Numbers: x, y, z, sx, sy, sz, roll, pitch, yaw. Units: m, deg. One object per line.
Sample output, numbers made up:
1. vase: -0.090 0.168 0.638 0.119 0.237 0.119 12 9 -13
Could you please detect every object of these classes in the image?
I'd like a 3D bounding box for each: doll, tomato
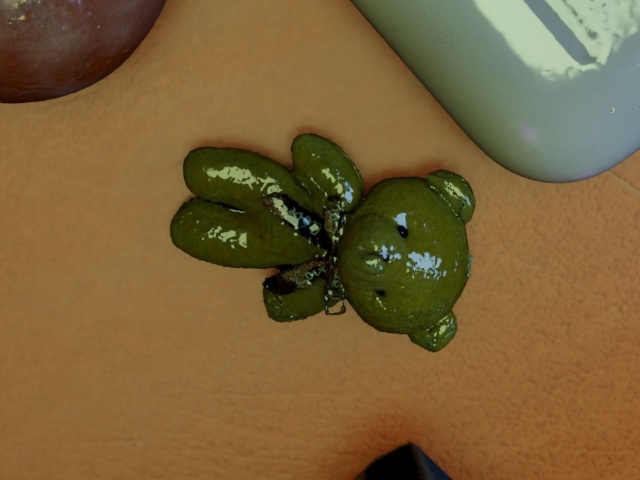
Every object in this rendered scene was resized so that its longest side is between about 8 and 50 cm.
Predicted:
1. doll: 0.000 0.000 1.150 0.209 0.097 0.137 11 103 2
2. tomato: -0.195 -0.189 1.069 0.208 0.184 0.208 1 92 20

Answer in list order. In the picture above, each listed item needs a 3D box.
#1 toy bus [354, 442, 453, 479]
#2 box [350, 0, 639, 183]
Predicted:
1. toy bus: 0.112 0.311 1.164 0.323 0.162 0.194 44 92 -5
2. box: 0.186 -0.230 1.097 0.349 0.141 0.289 -41 98 4
